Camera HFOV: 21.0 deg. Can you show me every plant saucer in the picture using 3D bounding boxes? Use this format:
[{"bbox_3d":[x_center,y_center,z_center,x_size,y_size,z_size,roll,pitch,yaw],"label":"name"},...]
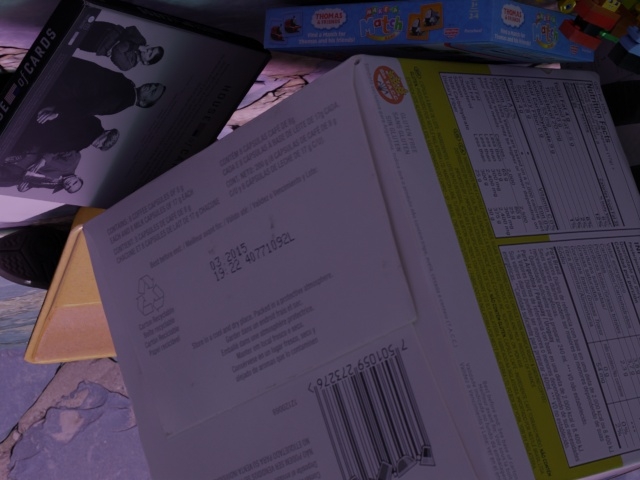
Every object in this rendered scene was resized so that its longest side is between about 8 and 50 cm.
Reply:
[{"bbox_3d":[-0.193,0.029,2.173,0.333,0.081,0.333,-5,149,-25],"label":"plant saucer"}]

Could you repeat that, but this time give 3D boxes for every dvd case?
[{"bbox_3d":[-0.160,-0.103,1.383,0.179,0.029,0.239,-54,151,17],"label":"dvd case"}]

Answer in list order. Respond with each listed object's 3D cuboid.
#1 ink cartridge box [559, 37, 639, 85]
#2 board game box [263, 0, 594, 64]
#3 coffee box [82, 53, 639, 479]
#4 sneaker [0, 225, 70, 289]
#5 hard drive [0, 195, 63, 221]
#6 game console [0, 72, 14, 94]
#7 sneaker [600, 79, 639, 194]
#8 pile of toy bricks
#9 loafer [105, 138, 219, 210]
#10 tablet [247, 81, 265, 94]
[{"bbox_3d":[0.403,-0.182,1.624,0.275,0.060,0.239,-3,170,-26],"label":"ink cartridge box"},{"bbox_3d":[0.086,-0.163,1.372,0.211,0.039,0.160,2,180,36],"label":"board game box"},{"bbox_3d":[0.067,0.074,1.422,0.338,0.338,0.334,-27,165,38],"label":"coffee box"},{"bbox_3d":[-0.342,0.030,2.299,0.227,0.087,0.130,-8,167,-34],"label":"sneaker"},{"bbox_3d":[-0.404,-0.057,1.810,0.307,0.040,0.203,0,169,-41],"label":"hard drive"},{"bbox_3d":[-0.399,-0.097,1.544,0.361,0.044,0.213,-6,170,-16],"label":"game console"},{"bbox_3d":[0.225,-0.040,1.687,0.447,0.169,0.257,2,164,42],"label":"sneaker"},{"bbox_3d":[0.256,-0.196,1.326,0.212,0.118,0.105,14,121,-40],"label":"pile of toy bricks"},{"bbox_3d":[-0.162,-0.073,1.576,0.111,0.112,0.319,-49,155,5],"label":"loafer"},{"bbox_3d":[-0.100,-0.141,1.628,0.083,0.006,0.054,-1,170,-36],"label":"tablet"}]
